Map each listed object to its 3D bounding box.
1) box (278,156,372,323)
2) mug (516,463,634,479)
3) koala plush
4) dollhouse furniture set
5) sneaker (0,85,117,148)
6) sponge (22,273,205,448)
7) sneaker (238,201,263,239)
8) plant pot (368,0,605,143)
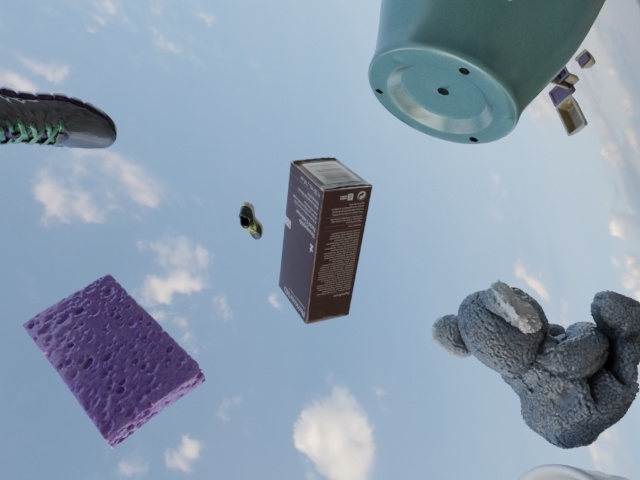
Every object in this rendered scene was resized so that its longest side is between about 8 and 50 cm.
[{"bbox_3d":[0.000,0.000,1.288,0.143,0.381,0.191,-10,-147,-26],"label":"box"},{"bbox_3d":[0.395,0.437,0.617,0.328,0.374,0.276,16,-103,-10],"label":"mug"},{"bbox_3d":[0.277,0.140,0.676,0.221,0.196,0.203,32,-122,-8],"label":"koala plush"},{"bbox_3d":[0.377,-0.231,0.780,0.081,0.091,0.114,10,-124,-24],"label":"dollhouse furniture set"},{"bbox_3d":[-0.369,-0.135,0.619,0.224,0.083,0.098,11,-133,-29],"label":"sneaker"},{"bbox_3d":[-0.244,0.129,0.589,0.210,0.031,0.117,34,-126,31],"label":"sponge"},{"bbox_3d":[-0.130,-0.029,0.913,0.035,0.031,0.083,-69,-30,-43],"label":"sneaker"},{"bbox_3d":[0.188,-0.269,0.604,0.272,0.272,0.255,34,-104,-33],"label":"plant pot"}]
